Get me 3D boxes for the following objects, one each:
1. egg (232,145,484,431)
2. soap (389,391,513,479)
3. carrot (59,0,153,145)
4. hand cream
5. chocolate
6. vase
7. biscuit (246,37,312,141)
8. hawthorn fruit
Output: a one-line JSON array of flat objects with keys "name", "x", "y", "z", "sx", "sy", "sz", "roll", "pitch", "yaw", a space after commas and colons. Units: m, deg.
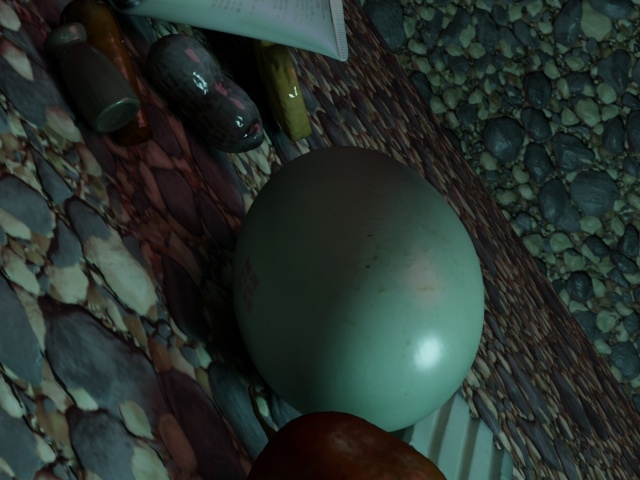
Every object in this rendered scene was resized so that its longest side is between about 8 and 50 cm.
[{"name": "egg", "x": 0.030, "y": 0.034, "z": 1.204, "sx": 0.230, "sy": 0.230, "sz": 0.371, "roll": 48, "pitch": 11, "yaw": -25}, {"name": "soap", "x": 0.115, "y": 0.244, "z": 1.294, "sx": 0.150, "sy": 0.094, "sz": 0.261, "roll": 50, "pitch": 17, "yaw": -2}, {"name": "carrot", "x": -0.207, "y": -0.166, "z": 1.242, "sx": 0.055, "sy": 0.055, "sz": 0.161, "roll": 22, "pitch": 39, "yaw": -63}, {"name": "hand cream", "x": -0.102, "y": -0.317, "z": 1.531, "sx": 0.359, "sy": 0.118, "sz": 0.185, "roll": -2, "pitch": 80, "yaw": -46}, {"name": "chocolate", "x": -0.128, "y": -0.162, "z": 1.434, "sx": 0.167, "sy": 0.072, "sz": 0.072, "roll": 46, "pitch": 18, "yaw": -24}, {"name": "vase", "x": -0.214, "y": -0.153, "z": 1.189, "sx": 0.100, "sy": 0.053, "sz": 0.053, "roll": 54, "pitch": 15, "yaw": 15}, {"name": "biscuit", "x": -0.083, "y": -0.302, "z": 1.750, "sx": 0.269, "sy": 0.051, "sz": 0.376, "roll": 76, "pitch": -2, "yaw": -57}, {"name": "hawthorn fruit", "x": 0.003, "y": 0.192, "z": 0.972, "sx": 0.203, "sy": 0.162, "sz": 0.162, "roll": 40, "pitch": 14, "yaw": 7}]
